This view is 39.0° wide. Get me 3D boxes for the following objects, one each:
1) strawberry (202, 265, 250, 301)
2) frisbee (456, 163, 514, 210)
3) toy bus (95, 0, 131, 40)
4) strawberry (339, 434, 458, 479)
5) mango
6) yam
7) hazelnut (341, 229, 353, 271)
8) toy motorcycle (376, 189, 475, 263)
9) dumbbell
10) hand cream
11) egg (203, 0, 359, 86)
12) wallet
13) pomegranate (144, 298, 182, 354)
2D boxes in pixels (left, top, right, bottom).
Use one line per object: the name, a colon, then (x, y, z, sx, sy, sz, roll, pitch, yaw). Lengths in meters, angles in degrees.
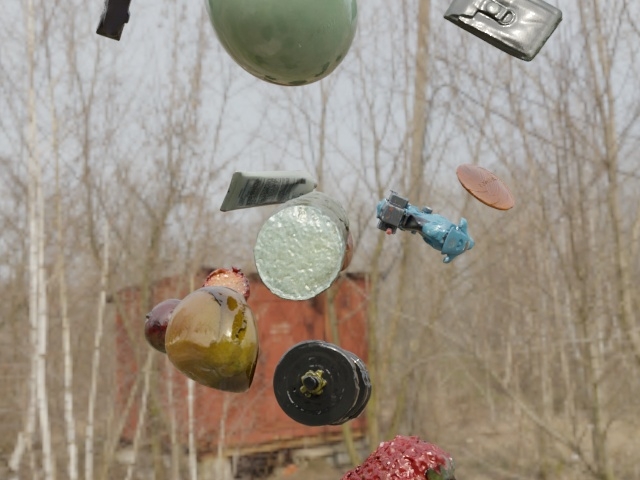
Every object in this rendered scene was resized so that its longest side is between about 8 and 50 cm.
strawberry: (-0.272, 0.148, 2.615, 0.145, 0.145, 0.086, -1, -29, -9)
frisbee: (0.469, -0.159, 2.544, 0.192, 0.192, 0.035, 5, -48, -38)
toy bus: (-0.383, -0.471, 1.725, 0.057, 0.172, 0.072, 15, 16, -20)
strawberry: (0.127, 0.419, 1.665, 0.236, 0.111, 0.190, -19, -7, 28)
mango: (-0.173, 0.158, 1.485, 0.136, 0.166, 0.236, 5, 7, -27)
yam: (-0.014, -0.009, 1.357, 0.133, 0.133, 0.330, -3, 10, 8)
hazelnut: (0.000, 0.000, 2.500, 0.176, 0.214, 0.214, -11, -8, -3)
toy motorcycle: (0.268, -0.032, 2.288, 0.272, 0.124, 0.182, 22, 11, 1)
dumbbell: (0.011, 0.320, 2.008, 0.185, 0.185, 0.388, -3, -10, 9)
hand cream: (-0.130, -0.143, 2.426, 0.340, 0.124, 0.078, -8, 42, -48)
egg: (-0.069, -0.436, 1.668, 0.276, 0.276, 0.389, -4, -19, 11)
wallet: (0.432, -0.534, 2.137, 0.245, 0.169, 0.052, 32, -15, 16)
pomegranate: (-0.316, 0.201, 2.021, 0.159, 0.129, 0.129, 20, -3, 16)
